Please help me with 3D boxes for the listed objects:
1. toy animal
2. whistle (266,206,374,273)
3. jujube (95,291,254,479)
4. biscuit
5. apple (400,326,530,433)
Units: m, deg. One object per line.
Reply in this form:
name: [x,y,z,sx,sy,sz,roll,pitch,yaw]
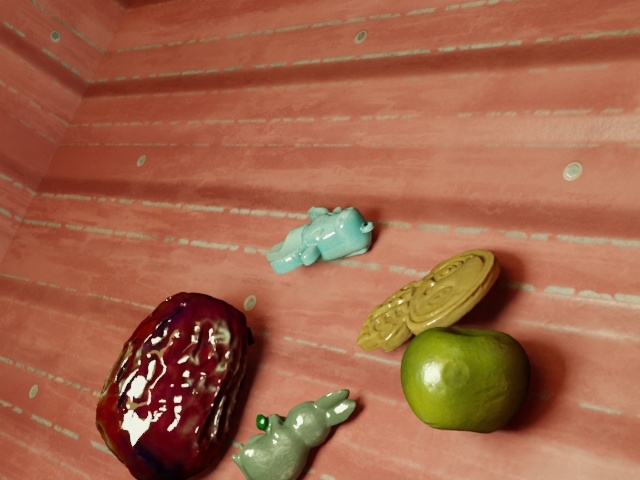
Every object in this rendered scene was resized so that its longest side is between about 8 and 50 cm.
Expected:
toy animal: [-0.039,0.349,1.709,0.236,0.138,0.108,-30,1,-4]
whistle: [0.000,0.000,1.899,0.274,0.093,0.186,-16,28,41]
jujube: [-0.282,0.287,1.857,0.258,0.258,0.376,4,66,46]
biscuit: [0.178,0.102,1.630,0.289,0.044,0.202,-26,20,36]
apple: [0.219,0.212,1.465,0.196,0.196,0.157,2,85,45]
